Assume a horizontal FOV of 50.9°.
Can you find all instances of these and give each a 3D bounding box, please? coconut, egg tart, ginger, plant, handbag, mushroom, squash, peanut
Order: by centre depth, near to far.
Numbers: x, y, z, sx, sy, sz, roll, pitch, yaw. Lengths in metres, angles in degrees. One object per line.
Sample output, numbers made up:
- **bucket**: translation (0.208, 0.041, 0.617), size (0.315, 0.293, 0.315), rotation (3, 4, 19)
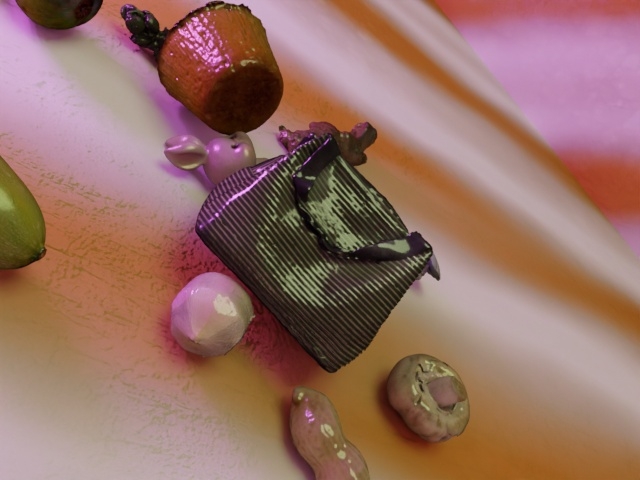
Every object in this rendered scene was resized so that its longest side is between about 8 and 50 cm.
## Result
- **squash**: translation (-0.394, -0.043, 0.779), size (0.187, 0.123, 0.123), rotation (48, 33, -7)
- **coconut**: translation (-0.150, 0.107, 0.916), size (0.110, 0.110, 0.124), rotation (43, 27, -8)
- **peanut**: translation (0.009, 0.289, 0.938), size (0.082, 0.082, 0.187), rotation (-10, 63, -52)
- **handbag**: translation (0.000, 0.000, 1.030), size (0.341, 0.240, 0.247), rotation (46, 5, -5)
- **mushroom**: translation (0.185, 0.260, 1.126), size (0.154, 0.122, 0.154), rotation (24, 48, -30)
- **egg tart**: translation (-0.163, -0.294, 1.181), size (0.215, 0.215, 0.171), rotation (5, 39, -46)
- **plant**: translation (-0.298, -0.372, 1.256), size (0.174, 0.087, 0.085), rotation (33, 6, -30)
- **ginger**: translation (0.029, -0.214, 1.477), size (0.122, 0.084, 0.290), rotation (40, 31, 28)

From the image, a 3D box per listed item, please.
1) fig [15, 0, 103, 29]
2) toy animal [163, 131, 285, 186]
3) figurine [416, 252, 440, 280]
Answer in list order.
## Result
- **fig**: translation (-0.468, -0.452, 1.103), size (0.245, 0.149, 0.149), rotation (42, 32, 11)
- **toy animal**: translation (-0.154, -0.137, 1.143), size (0.212, 0.124, 0.124), rotation (29, 38, -33)
- **figurine**: translation (0.196, 0.054, 1.391), size (0.094, 0.086, 0.082), rotation (90, -16, -79)
